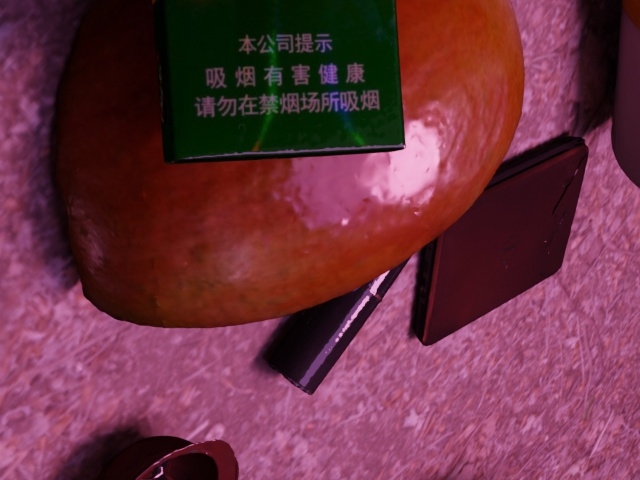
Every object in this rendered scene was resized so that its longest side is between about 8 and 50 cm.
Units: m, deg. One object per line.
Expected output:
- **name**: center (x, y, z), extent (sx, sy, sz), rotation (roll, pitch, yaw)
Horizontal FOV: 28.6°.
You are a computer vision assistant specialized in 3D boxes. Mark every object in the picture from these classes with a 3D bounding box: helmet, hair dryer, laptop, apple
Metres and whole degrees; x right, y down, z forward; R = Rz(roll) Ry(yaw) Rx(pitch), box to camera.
- **helmet**: center (-0.119, 0.171, 0.898), extent (0.111, 0.057, 0.089), rotation (-28, 131, -29)
- **hair dryer**: center (-0.011, 0.010, 0.933), extent (0.173, 0.050, 0.195), rotation (-57, 140, -6)
- **laptop**: center (0.164, -0.001, 1.151), extent (0.207, 0.026, 0.154), rotation (-25, 134, -38)
- **apple**: center (-0.013, -0.096, 0.783), extent (0.346, 0.254, 0.179), rotation (-42, -177, -21)

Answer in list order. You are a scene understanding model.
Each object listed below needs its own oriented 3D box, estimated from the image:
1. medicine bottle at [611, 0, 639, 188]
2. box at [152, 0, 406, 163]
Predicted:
- **medicine bottle**: center (0.383, -0.171, 1.110), extent (0.238, 0.238, 0.232), rotation (-37, 140, -28)
- **box**: center (-0.026, -0.161, 0.669), extent (0.132, 0.034, 0.235), rotation (-4, 92, -16)
